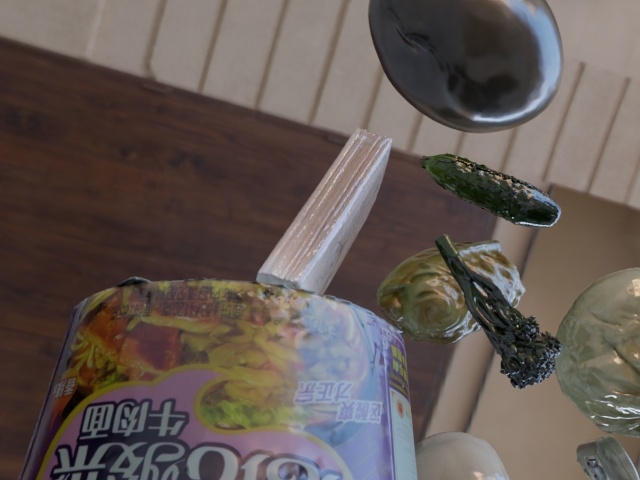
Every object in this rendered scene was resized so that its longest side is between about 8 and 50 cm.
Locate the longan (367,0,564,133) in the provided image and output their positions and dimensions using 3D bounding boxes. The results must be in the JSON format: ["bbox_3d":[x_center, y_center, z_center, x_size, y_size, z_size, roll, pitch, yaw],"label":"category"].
[{"bbox_3d":[0.229,-0.323,1.541,0.288,0.350,0.288,-49,175,-5],"label":"longan"}]

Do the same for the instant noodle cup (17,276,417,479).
[{"bbox_3d":[-0.064,0.192,0.655,0.340,0.340,0.266,133,-34,-60],"label":"instant noodle cup"}]

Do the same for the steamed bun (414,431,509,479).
[{"bbox_3d":[0.187,0.443,1.490,0.283,0.177,0.283,178,-90,-77],"label":"steamed bun"}]

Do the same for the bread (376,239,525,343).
[{"bbox_3d":[0.184,0.071,1.350,0.267,0.152,0.130,-10,104,-59],"label":"bread"}]

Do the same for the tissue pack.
[{"bbox_3d":[0.000,0.000,1.305,0.170,0.071,0.325,102,14,-46],"label":"tissue pack"}]

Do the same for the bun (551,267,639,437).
[{"bbox_3d":[0.418,0.152,1.226,0.145,0.229,0.229,36,-68,56],"label":"bun"}]

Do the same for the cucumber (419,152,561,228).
[{"bbox_3d":[0.254,-0.076,1.427,0.069,0.227,0.069,-156,-90,-88],"label":"cucumber"}]

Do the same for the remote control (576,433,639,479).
[{"bbox_3d":[0.398,0.316,1.331,0.078,0.042,0.221,61,-2,15],"label":"remote control"}]

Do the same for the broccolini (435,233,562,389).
[{"bbox_3d":[0.187,0.083,1.084,0.068,0.202,0.091,-36,157,-18],"label":"broccolini"}]
